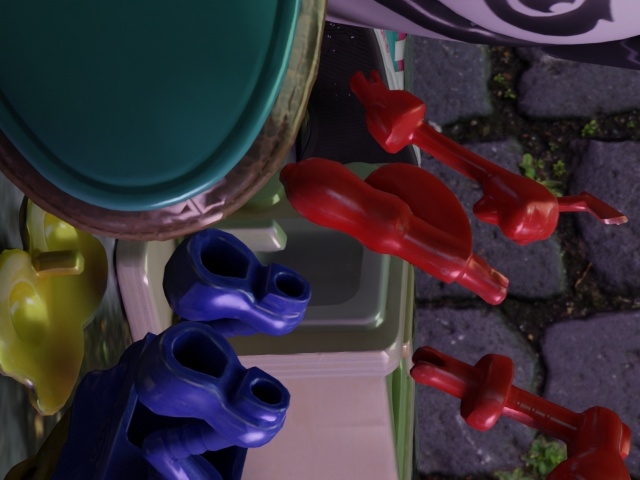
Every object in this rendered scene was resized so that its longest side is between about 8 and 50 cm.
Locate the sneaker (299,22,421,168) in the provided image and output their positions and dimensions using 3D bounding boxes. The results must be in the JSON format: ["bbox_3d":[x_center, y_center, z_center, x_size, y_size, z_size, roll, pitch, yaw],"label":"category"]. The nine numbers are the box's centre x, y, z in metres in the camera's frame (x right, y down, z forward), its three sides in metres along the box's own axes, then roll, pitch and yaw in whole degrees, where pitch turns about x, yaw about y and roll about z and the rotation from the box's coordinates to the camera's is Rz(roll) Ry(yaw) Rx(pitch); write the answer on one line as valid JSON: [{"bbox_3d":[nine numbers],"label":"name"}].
[{"bbox_3d":[0.033,-0.154,1.360,0.295,0.124,0.178,78,22,-48],"label":"sneaker"}]

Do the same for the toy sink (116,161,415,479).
[{"bbox_3d":[-0.014,0.046,0.880,0.153,0.131,0.234,-83,168,-50],"label":"toy sink"}]

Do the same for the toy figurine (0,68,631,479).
[{"bbox_3d":[-0.042,0.122,0.473,0.217,0.191,0.362,-58,-165,38],"label":"toy figurine"}]

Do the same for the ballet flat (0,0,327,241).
[{"bbox_3d":[-0.081,-0.168,0.420,0.124,0.116,0.342,-168,-122,-83],"label":"ballet flat"}]

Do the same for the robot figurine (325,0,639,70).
[{"bbox_3d":[0.035,-0.147,0.509,0.278,0.209,0.174,21,-73,60],"label":"robot figurine"}]
